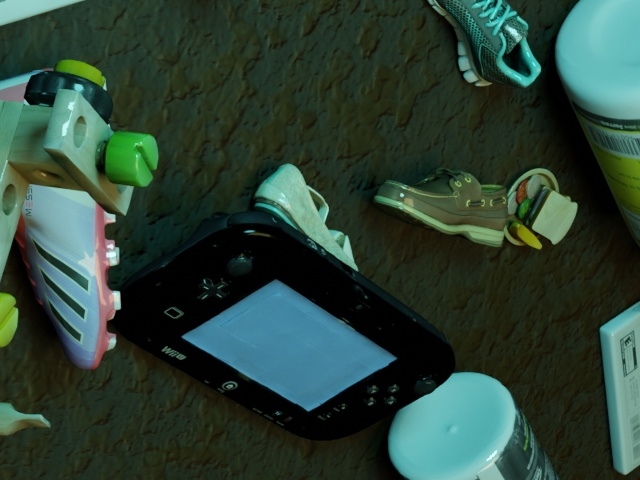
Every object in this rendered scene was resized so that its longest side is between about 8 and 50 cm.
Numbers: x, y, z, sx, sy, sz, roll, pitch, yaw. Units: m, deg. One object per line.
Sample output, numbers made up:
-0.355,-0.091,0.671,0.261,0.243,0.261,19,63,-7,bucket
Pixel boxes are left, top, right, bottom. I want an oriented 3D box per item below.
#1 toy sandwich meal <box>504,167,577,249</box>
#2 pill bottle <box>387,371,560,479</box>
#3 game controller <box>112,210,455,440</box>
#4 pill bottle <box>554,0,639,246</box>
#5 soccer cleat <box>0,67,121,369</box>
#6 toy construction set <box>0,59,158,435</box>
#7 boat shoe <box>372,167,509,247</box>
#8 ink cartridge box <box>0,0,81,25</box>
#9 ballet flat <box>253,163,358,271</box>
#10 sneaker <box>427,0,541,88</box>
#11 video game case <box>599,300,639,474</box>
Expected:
0.207,-0.028,1.843,0.085,0.029,0.086,-20,121,-36,toy sandwich meal
0.166,0.246,1.860,0.130,0.130,0.246,-47,133,-16,pill bottle
-0.026,0.079,1.613,0.166,0.067,0.319,-38,137,16,game controller
0.359,-0.091,1.843,0.188,0.188,0.334,-47,134,-16,pill bottle
-0.199,-0.014,1.451,0.095,0.083,0.248,-2,120,-6,soccer cleat
-0.223,0.014,1.272,0.309,0.237,0.257,83,15,-44,toy construction set
0.109,-0.037,1.729,0.178,0.064,0.060,13,95,-52,boat shoe
-0.296,-0.221,1.167,0.289,0.121,0.211,-20,126,-18,ink cartridge box
0.000,0.000,1.648,0.052,0.057,0.168,-58,138,-25,ballet flat
0.146,-0.195,1.676,0.065,0.076,0.166,-48,134,-16,sneaker
0.369,0.133,2.076,0.173,0.022,0.190,-31,126,-29,video game case
